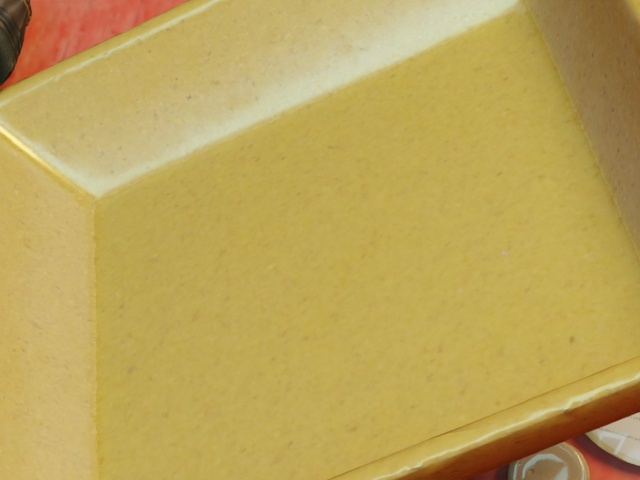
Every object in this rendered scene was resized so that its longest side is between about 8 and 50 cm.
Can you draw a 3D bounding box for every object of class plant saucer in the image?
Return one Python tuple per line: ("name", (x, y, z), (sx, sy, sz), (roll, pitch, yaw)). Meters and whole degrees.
("plant saucer", (0.000, 0.000, 0.616), (0.333, 0.081, 0.332), (-23, 40, 11))

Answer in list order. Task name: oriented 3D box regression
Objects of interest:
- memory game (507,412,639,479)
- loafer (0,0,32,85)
("memory game", (0.155, 0.055, 0.657), (0.186, 0.012, 0.186), (-3, 79, 16))
("loafer", (-0.224, -0.092, 0.775), (0.170, 0.061, 0.062), (-12, 121, 24))
